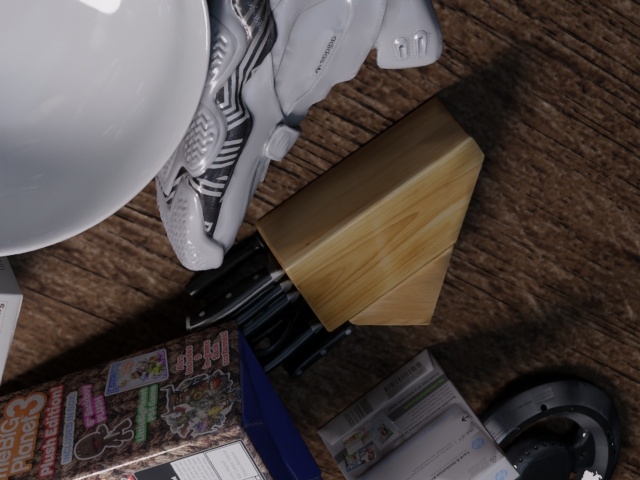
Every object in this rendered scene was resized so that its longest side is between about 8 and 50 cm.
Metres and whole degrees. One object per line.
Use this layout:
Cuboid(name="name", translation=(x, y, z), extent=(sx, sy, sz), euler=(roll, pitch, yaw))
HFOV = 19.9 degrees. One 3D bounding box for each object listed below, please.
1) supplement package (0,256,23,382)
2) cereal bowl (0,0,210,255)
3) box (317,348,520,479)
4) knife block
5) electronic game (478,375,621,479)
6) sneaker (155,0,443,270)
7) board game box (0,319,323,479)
Cuboid(name="supplement package", translation=(-0.360, 0.057, 1.562), extent=(0.179, 0.105, 0.105), euler=(4, 118, -27))
Cuboid(name="cereal bowl", translation=(-0.265, -0.163, 1.441), extent=(0.339, 0.141, 0.339), euler=(-12, 124, -18))
Cuboid(name="box", translation=(0.094, 0.210, 1.813), extent=(0.145, 0.186, 0.038), euler=(-38, 128, 1))
Cuboid(name="knife block", translation=(0.000, 0.000, 1.698), extent=(0.242, 0.088, 0.276), euler=(2, 120, -26))
Cuboid(name="electronic game", translation=(0.231, 0.249, 1.987), extent=(0.229, 0.048, 0.229), euler=(-15, 124, -24))
Cuboid(name="sneaker", translation=(-0.018, -0.138, 1.569), extent=(0.210, 0.137, 0.366), euler=(1, 117, -21))
Cuboid(name="board game box", translation=(-0.166, 0.239, 1.693), extent=(0.291, 0.141, 0.232), euler=(-18, 129, 10))
